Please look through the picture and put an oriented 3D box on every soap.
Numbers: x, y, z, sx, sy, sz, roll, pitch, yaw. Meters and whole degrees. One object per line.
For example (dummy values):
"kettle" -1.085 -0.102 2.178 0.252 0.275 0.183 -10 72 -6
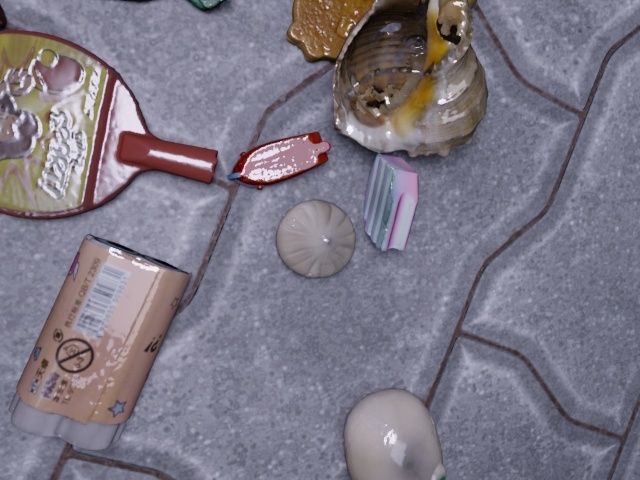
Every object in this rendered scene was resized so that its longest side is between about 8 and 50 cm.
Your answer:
"soap" 0.118 -0.069 0.886 0.057 0.100 0.148 -3 121 -21

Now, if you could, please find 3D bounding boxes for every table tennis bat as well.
"table tennis bat" -0.362 -0.154 0.772 0.416 0.051 0.267 12 92 -14

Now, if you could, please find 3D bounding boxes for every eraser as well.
"eraser" -0.332 0.154 0.790 0.171 0.087 0.290 24 88 -14

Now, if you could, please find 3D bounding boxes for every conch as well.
"conch" 0.132 -0.268 0.826 0.264 0.186 0.323 -18 124 -13

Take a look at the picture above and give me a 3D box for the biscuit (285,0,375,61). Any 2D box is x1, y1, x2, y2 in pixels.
"biscuit" 0.038 -0.410 0.866 0.185 0.035 0.248 18 91 -16

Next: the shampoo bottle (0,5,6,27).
"shampoo bottle" -0.555 -0.289 0.691 0.237 0.067 0.068 -19 103 -11

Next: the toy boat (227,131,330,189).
"toy boat" -0.069 -0.129 0.851 0.173 0.059 0.069 -21 100 -6

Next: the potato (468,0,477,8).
"potato" 0.213 -0.422 0.896 0.138 0.070 0.091 -27 101 -12

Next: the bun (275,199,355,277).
"bun" 0.000 0.000 0.865 0.139 0.094 0.138 -2 98 -19

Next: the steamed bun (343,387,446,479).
"steamed bun" 0.136 0.382 0.920 0.177 0.131 0.227 -8 95 -16

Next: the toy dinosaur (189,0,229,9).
"toy dinosaur" -0.319 -0.414 0.742 0.384 0.076 0.129 3 114 -9
